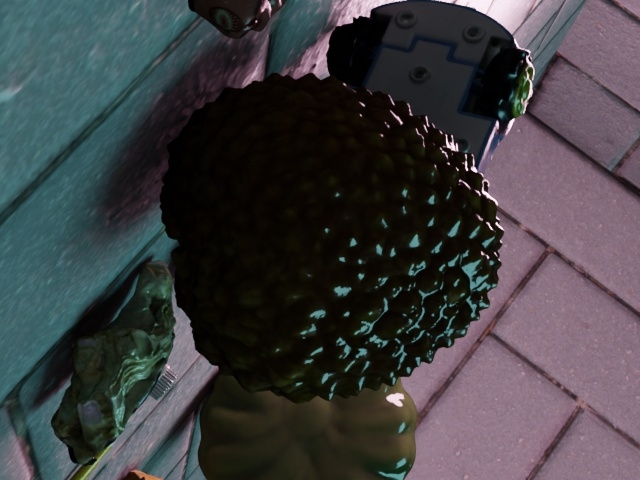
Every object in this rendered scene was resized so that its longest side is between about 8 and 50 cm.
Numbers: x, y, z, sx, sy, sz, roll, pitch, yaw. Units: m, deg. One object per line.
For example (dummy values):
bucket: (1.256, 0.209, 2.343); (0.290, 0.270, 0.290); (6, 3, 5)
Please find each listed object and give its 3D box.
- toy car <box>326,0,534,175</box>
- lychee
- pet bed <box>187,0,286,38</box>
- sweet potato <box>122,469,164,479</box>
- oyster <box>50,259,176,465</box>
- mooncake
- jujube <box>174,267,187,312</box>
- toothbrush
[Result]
toy car: (0.083, -0.079, 1.235); (0.166, 0.198, 0.314); (69, 40, -60)
lychee: (0.009, -0.005, 1.017); (0.267, 0.267, 0.267); (-51, 173, -9)
pet bed: (-0.014, -0.217, 0.794); (0.201, 0.053, 0.201); (-57, 173, -11)
sweet potato: (-0.335, 0.498, 1.953); (0.336, 0.131, 0.131); (-53, 173, -9)
oyster: (-0.193, 0.103, 1.196); (0.163, 0.081, 0.191); (-21, -141, 55)
mooncake: (-0.020, 0.313, 2.126); (0.356, 0.356, 0.194); (-52, -179, 0)
jujube: (0.000, 0.000, 1.387); (0.342, 0.216, 0.216); (-27, 158, -37)
toothbrush: (-0.273, 0.267, 1.601); (0.288, 0.024, 0.021); (-50, 174, -17)
